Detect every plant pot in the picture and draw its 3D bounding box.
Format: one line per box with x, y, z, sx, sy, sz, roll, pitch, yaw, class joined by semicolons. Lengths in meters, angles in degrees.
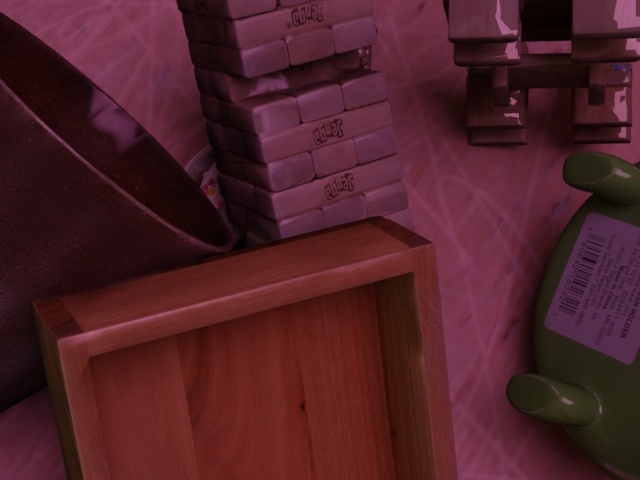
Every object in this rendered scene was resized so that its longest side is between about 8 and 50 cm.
-0.206;0.014;0.794;0.215;0.215;0.230;43;97;-3;plant pot

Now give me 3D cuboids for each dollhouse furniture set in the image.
0.105;-0.174;0.937;0.242;0.212;0.161;0;76;11;dollhouse furniture set

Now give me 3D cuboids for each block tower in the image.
0.000;0.000;0.846;0.091;0.097;0.336;-18;109;-21;block tower

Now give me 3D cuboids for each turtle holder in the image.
0.305;0.058;0.883;0.227;0.320;0.243;20;63;-37;turtle holder

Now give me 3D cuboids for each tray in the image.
-0.021;0.209;0.772;0.202;0.076;0.411;-14;110;-20;tray

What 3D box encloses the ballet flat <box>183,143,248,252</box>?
-0.081;-0.001;0.912;0.077;0.091;0.241;24;62;23;ballet flat
